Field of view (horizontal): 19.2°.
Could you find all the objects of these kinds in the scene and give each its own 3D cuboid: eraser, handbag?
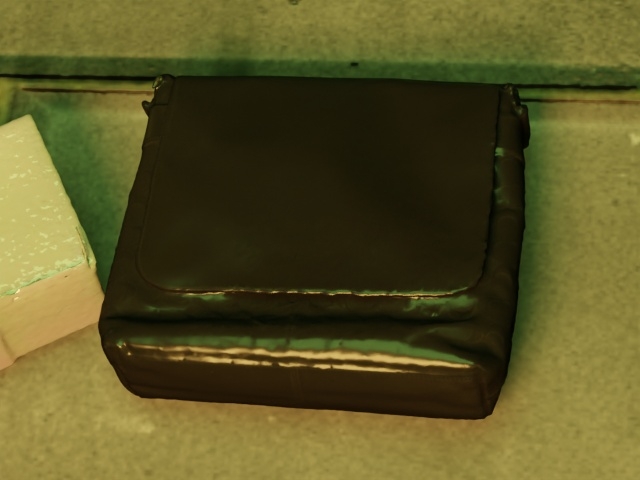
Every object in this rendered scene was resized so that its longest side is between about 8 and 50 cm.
[{"bbox_3d":[-0.279,0.042,1.140,0.287,0.086,0.130,-23,63,-6],"label":"eraser"},{"bbox_3d":[0.000,0.000,1.140,0.246,0.080,0.223,3,55,11],"label":"handbag"}]
